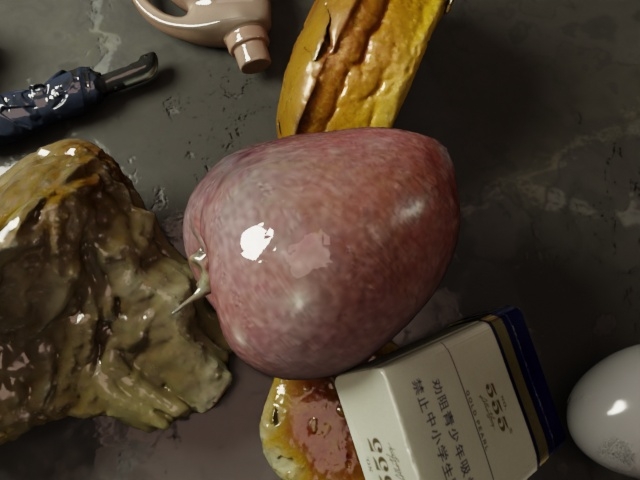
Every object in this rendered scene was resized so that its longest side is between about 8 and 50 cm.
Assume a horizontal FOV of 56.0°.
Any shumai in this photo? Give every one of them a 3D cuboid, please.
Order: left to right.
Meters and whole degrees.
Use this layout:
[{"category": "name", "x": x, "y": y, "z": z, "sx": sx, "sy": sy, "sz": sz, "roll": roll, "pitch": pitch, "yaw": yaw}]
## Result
[{"category": "shumai", "x": -0.251, "y": 0.082, "z": 0.649, "sx": 0.283, "sy": 0.217, "sz": 0.346, "roll": 25, "pitch": 85, "yaw": -31}]

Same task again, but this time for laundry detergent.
[{"category": "laundry detergent", "x": -0.155, "y": -0.317, "z": 0.770, "sx": 0.171, "sy": 0.076, "sz": 0.237, "roll": -16, "pitch": 81, "yaw": -7}]

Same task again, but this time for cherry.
[{"category": "cherry", "x": 0.000, "y": 0.000, "z": 0.582, "sx": 0.307, "sy": 0.261, "sz": 0.221, "roll": -30, "pitch": 122, "yaw": -11}]

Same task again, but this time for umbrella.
[{"category": "umbrella", "x": -0.313, "y": -0.174, "z": 0.725, "sx": 0.248, "sy": 0.071, "sz": 0.071, "roll": -21, "pitch": 79, "yaw": -8}]

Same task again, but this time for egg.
[{"category": "egg", "x": 0.369, "y": 0.184, "z": 0.654, "sx": 0.199, "sy": 0.146, "sz": 0.146, "roll": -7, "pitch": 77, "yaw": 2}]

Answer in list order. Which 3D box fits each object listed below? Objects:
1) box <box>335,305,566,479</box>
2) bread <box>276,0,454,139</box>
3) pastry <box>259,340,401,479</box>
[{"category": "box", "x": 0.143, "y": 0.173, "z": 0.606, "sx": 0.259, "sy": 0.071, "sz": 0.168, "roll": -10, "pitch": 79, "yaw": -46}, {"category": "bread", "x": 0.041, "y": -0.211, "z": 0.700, "sx": 0.143, "sy": 0.195, "sz": 0.269, "roll": 22, "pitch": 83, "yaw": -8}, {"category": "pastry", "x": 0.027, "y": 0.186, "z": 0.654, "sx": 0.182, "sy": 0.093, "sz": 0.192, "roll": 31, "pitch": 76, "yaw": 5}]
